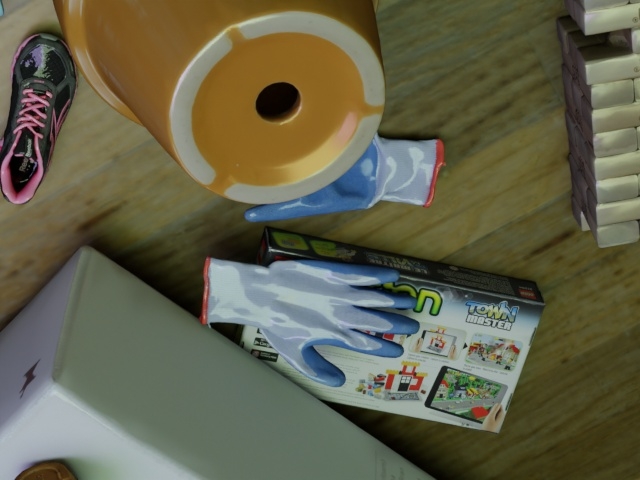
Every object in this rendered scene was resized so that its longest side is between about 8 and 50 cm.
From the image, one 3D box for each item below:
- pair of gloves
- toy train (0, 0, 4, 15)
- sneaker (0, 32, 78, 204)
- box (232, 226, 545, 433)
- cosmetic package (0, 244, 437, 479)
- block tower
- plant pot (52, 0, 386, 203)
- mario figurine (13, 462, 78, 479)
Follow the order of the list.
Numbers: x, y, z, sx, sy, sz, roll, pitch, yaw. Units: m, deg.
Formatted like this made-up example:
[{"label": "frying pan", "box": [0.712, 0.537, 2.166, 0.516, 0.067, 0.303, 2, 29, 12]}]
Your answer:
[{"label": "pair of gloves", "box": [0.000, 0.000, 1.208, 0.159, 0.023, 0.198, 8, 93, -11]}, {"label": "toy train", "box": [-0.189, -0.193, 1.121, 0.166, 0.046, 0.125, -17, 130, -2]}, {"label": "sneaker", "box": [-0.190, -0.077, 1.167, 0.047, 0.057, 0.119, 11, 113, -9]}, {"label": "box", "box": [0.046, 0.066, 1.271, 0.207, 0.036, 0.114, 12, 114, -11]}, {"label": "cosmetic package", "box": [-0.061, 0.233, 1.251, 0.453, 0.161, 0.230, 36, 119, -21]}, {"label": "block tower", "box": [0.204, -0.155, 1.150, 0.091, 0.097, 0.335, -9, 117, 0]}, {"label": "plant pot", "box": [-0.048, -0.124, 1.062, 0.205, 0.188, 0.205, -9, 128, -12]}, {"label": "mario figurine", "box": [-0.149, 0.308, 1.103, 0.170, 0.198, 0.320, -41, 120, -35]}]
